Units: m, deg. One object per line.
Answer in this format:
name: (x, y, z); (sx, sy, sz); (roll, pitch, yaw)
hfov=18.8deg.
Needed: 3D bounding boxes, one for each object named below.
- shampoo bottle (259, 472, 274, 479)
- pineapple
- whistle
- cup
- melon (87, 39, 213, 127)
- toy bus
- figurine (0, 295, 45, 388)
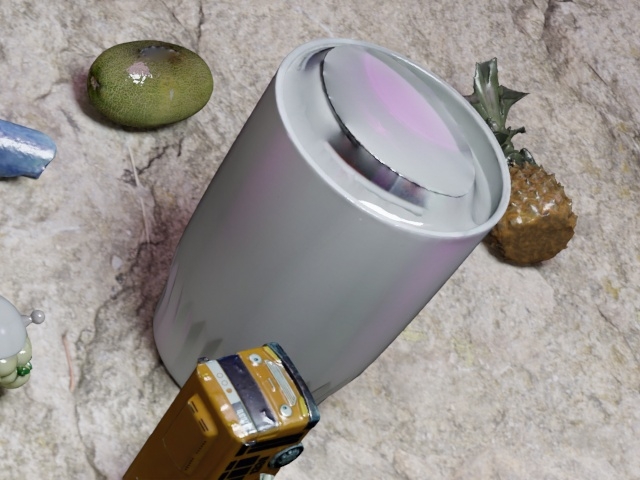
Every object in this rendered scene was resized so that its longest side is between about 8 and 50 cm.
shampoo bottle: (-0.072, 0.302, 1.724); (0.056, 0.056, 0.195); (19, 76, -20)
pineapple: (0.236, -0.099, 2.402); (0.130, 0.119, 0.277); (-5, 49, -16)
whistle: (-0.421, -0.124, 1.976); (0.304, 0.062, 0.062); (17, 42, -22)
cup: (0.000, 0.000, 1.912); (0.253, 0.371, 0.253); (20, 42, -18)
melon: (-0.189, -0.177, 2.174); (0.162, 0.099, 0.099); (-5, 54, -41)
toy bus: (-0.096, 0.190, 1.783); (0.114, 0.201, 0.098); (-9, 57, -39)
figurine: (-0.354, 0.091, 1.784); (0.197, 0.093, 0.147); (3, 25, -23)
